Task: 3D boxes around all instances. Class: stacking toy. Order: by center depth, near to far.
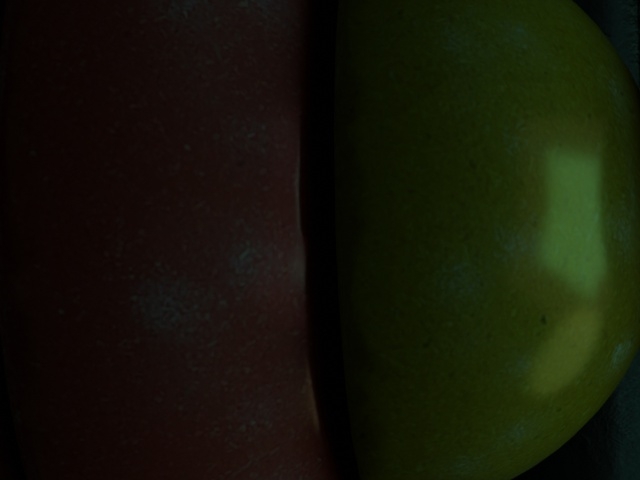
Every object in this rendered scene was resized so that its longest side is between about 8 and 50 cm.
[{"bbox_3d":[0.000,0.000,0.630,0.350,0.479,0.351,1,90,-84],"label":"stacking toy"}]
